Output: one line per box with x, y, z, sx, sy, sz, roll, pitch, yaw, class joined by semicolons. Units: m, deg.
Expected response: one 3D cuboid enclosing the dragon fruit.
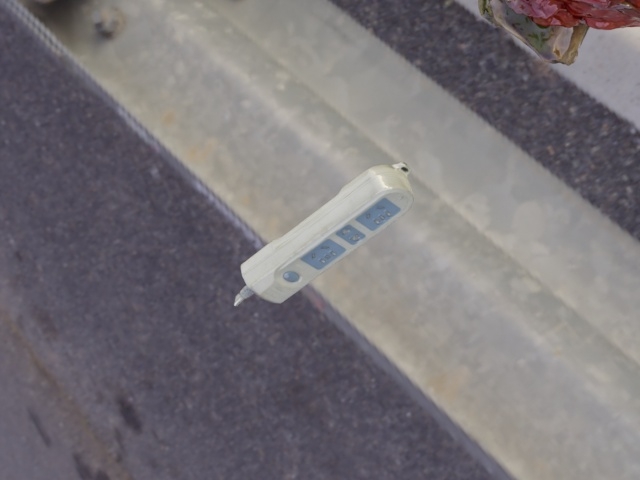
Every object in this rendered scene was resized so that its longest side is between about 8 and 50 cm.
0.259;-0.229;0.884;0.152;0.317;0.205;49;141;6;dragon fruit

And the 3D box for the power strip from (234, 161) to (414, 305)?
0.000;0.000;0.875;0.191;0.047;0.030;-37;52;17;power strip
